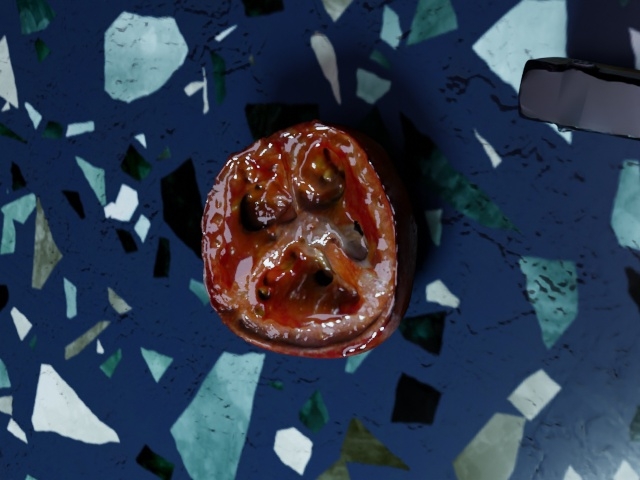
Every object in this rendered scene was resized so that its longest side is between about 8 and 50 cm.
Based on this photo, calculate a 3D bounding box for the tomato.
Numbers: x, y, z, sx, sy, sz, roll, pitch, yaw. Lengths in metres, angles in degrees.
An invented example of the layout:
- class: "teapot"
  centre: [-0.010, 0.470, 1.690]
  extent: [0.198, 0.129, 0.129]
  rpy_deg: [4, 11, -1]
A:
- class: "tomato"
  centre: [0.003, 0.001, 1.094]
  extent: [0.227, 0.101, 0.228]
  rpy_deg: [3, 96, 31]

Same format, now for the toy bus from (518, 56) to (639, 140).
- class: "toy bus"
  centre: [0.242, -0.105, 0.899]
  extent: [0.172, 0.072, 0.058]
  rpy_deg: [16, 111, 32]
